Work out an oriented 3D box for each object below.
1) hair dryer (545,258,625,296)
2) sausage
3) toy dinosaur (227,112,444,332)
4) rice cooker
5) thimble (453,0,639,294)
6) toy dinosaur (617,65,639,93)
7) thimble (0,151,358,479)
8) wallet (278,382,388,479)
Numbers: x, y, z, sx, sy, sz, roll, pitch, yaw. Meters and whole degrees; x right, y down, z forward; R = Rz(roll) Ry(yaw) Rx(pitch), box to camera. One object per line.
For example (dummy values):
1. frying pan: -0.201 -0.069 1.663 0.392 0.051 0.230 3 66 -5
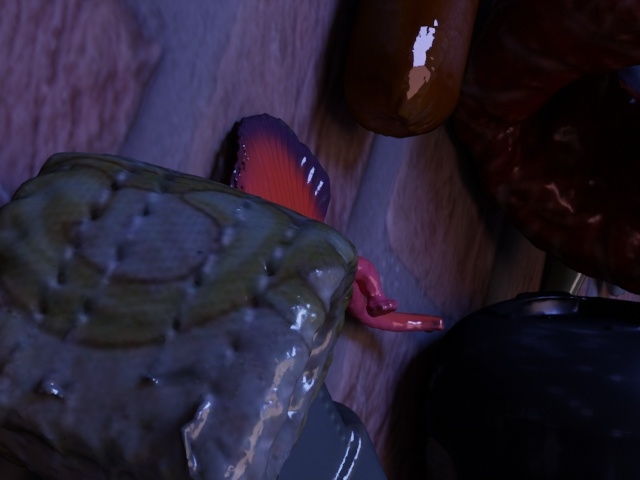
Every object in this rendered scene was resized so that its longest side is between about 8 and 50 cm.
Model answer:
1. hair dryer: 0.267 0.036 1.262 0.237 0.075 0.206 -57 144 -31
2. sausage: 0.079 -0.204 0.902 0.089 0.083 0.300 51 46 -47
3. toy dinosaur: -0.004 -0.007 0.809 0.286 0.070 0.139 11 59 -61
4. rice cooker: 0.208 0.159 0.967 0.267 0.267 0.225 -7 101 -59
5. thimble: 0.299 -0.122 1.028 0.231 0.350 0.350 -61 140 -38
6. toy dinosaur: 0.252 -0.242 1.203 0.331 0.129 0.384 -23 112 -46
7. thimble: -0.073 0.047 0.543 0.190 0.143 0.137 -60 169 -62
8. wallet: -0.035 0.214 0.725 0.252 0.083 0.360 -57 138 -34
